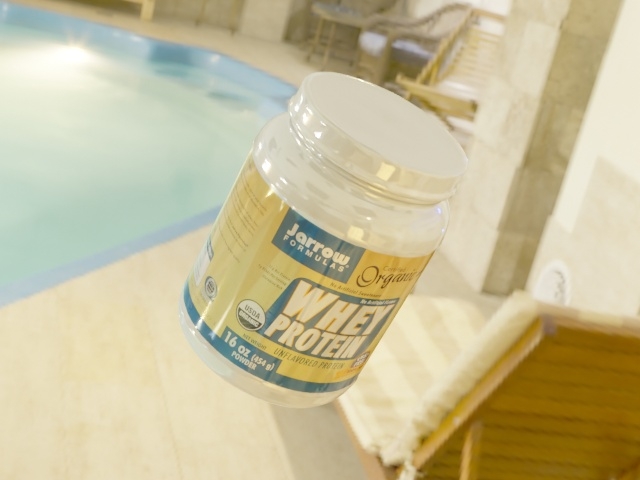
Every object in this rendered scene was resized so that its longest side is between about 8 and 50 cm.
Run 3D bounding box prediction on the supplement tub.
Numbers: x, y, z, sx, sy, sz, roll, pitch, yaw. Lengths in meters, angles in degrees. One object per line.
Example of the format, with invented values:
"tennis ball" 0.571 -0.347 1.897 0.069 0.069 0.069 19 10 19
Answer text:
"supplement tub" 0.000 0.000 0.740 0.144 0.199 0.144 22 28 -12
